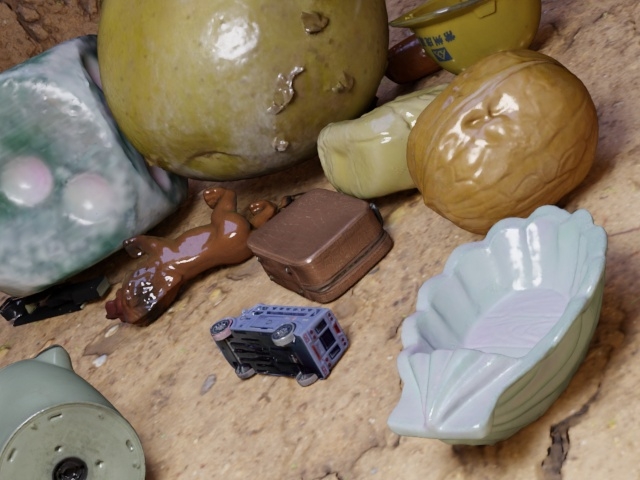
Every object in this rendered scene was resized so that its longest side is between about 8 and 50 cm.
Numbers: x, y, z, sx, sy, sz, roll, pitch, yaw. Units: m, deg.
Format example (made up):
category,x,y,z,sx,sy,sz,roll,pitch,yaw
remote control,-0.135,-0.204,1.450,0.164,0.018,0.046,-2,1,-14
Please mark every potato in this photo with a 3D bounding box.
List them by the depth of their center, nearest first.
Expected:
category,x,y,z,sx,sy,sz,roll,pitch,yaw
potato,-0.113,-0.241,1.694,0.442,0.385,0.320,-13,72,31

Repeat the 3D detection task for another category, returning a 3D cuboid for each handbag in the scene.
category,x,y,z,sx,sy,sz,roll,pitch,yaw
handbag,0.000,0.000,1.475,0.151,0.072,0.193,-41,23,-17

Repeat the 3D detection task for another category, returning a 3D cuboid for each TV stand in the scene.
category,x,y,z,sx,sy,sz,roll,pitch,yaw
TV stand,-0.438,0.099,1.870,0.249,0.042,0.036,-14,28,37

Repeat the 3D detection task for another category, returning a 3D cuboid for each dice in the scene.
category,x,y,z,sx,sy,sz,roll,pitch,yaw
dice,-0.436,-0.126,1.874,0.348,0.328,0.330,-28,11,6

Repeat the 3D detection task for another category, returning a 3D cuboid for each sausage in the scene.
category,x,y,z,sx,sy,sz,roll,pitch,yaw
sausage,0.189,-0.316,1.838,0.197,0.076,0.076,-26,25,19

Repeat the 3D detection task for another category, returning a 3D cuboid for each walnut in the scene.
category,x,y,z,sx,sy,sz,roll,pitch,yaw
walnut,0.209,-0.111,1.297,0.226,0.193,0.193,-46,25,-4

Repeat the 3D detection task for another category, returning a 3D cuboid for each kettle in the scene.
category,x,y,z,sx,sy,sz,roll,pitch,yaw
kettle,-0.329,0.257,1.308,0.255,0.165,0.240,19,85,62

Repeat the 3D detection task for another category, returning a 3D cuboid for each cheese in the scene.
category,x,y,z,sx,sy,sz,roll,pitch,yaw
cheese,0.111,-0.141,1.539,0.214,0.117,0.226,-27,14,-22

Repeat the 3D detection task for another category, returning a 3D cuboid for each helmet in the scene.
category,x,y,z,sx,sy,sz,roll,pitch,yaw
helmet,0.236,-0.307,1.673,0.257,0.140,0.205,-34,19,-35

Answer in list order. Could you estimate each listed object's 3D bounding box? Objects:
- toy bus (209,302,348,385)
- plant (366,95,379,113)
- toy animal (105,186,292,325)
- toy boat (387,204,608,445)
category,x,y,z,sx,sy,sz,roll,pitch,yaw
toy bus,-0.051,0.116,1.314,0.167,0.073,0.076,0,37,46
plant,0.020,-0.221,1.868,0.174,0.087,0.085,-22,-9,32
toy animal,-0.181,0.022,1.656,0.312,0.097,0.158,-28,36,6
toy boat,0.173,0.088,1.051,0.199,0.100,0.290,-8,33,45
